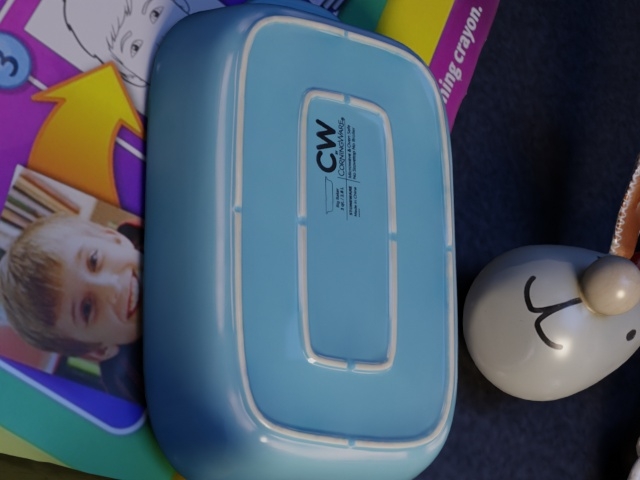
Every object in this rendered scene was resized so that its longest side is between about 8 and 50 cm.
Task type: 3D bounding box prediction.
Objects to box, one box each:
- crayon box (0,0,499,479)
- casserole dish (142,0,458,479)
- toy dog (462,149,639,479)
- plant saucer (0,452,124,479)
[{"bbox_3d":[-0.111,-0.074,0.484,0.313,0.106,0.363,36,59,-21],"label":"crayon box"},{"bbox_3d":[0.000,0.000,0.448,0.114,0.037,0.188,10,70,-32],"label":"casserole dish"},{"bbox_3d":[0.240,-0.003,0.671,0.220,0.161,0.333,49,52,0],"label":"toy dog"},{"bbox_3d":[-0.168,0.174,0.243,0.333,0.081,0.333,14,65,-10],"label":"plant saucer"}]
